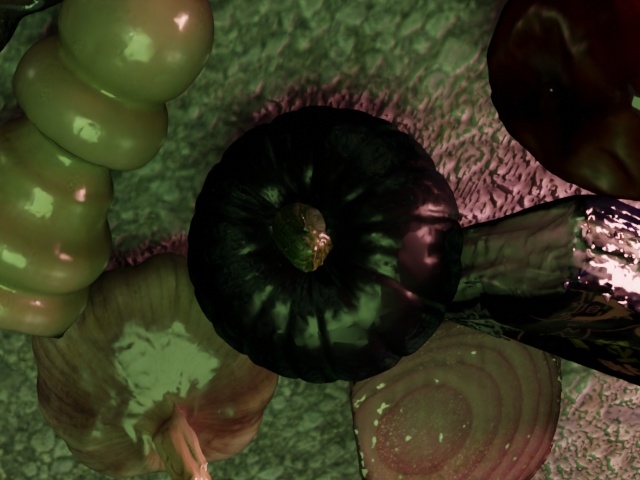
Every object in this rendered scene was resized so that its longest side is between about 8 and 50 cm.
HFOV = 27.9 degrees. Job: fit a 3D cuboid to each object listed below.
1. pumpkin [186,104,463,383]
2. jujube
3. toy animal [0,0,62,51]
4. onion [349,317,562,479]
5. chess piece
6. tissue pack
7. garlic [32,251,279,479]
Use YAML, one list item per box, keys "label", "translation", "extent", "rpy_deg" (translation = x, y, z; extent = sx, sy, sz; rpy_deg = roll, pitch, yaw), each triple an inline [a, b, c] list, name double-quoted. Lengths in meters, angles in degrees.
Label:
- label: "pumpkin"
  translation: [0.000, 0.000, 1.111]
  extent: [0.248, 0.248, 0.248]
  rpy_deg: [-2, 126, -3]
- label: "jujube"
  translation: [0.326, -0.161, 1.036]
  extent: [0.377, 0.258, 0.258]
  rpy_deg: [-16, 126, 0]
- label: "toy animal"
  translation: [-0.294, -0.180, 1.094]
  extent: [0.202, 0.070, 0.105]
  rpy_deg: [-26, 133, 6]
- label: "onion"
  translation: [0.127, 0.167, 1.349]
  extent: [0.247, 0.111, 0.250]
  rpy_deg: [-17, 115, -21]
- label: "chess piece"
  translation: [-0.206, -0.094, 1.096]
  extent: [0.182, 0.182, 0.330]
  rpy_deg: [27, 113, -22]
- label: "tissue pack"
  translation: [0.288, 0.055, 1.203]
  extent: [0.332, 0.123, 0.245]
  rpy_deg: [18, 163, -25]
- label: "garlic"
  translation: [-0.148, 0.159, 1.229]
  extent: [0.245, 0.253, 0.245]
  rpy_deg: [-8, 129, -10]
